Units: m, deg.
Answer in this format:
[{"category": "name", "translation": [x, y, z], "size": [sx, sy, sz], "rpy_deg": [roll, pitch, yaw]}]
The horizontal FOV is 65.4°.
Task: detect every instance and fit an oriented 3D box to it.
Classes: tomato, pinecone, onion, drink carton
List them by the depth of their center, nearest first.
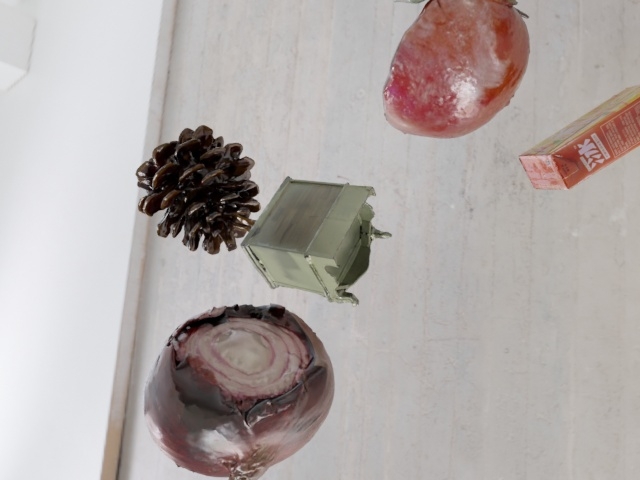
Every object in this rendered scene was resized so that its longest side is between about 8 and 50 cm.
[{"category": "drink carton", "translation": [0.440, -0.164, 0.788], "size": [0.223, 0.096, 0.071], "rpy_deg": [-32, 100, -3]}, {"category": "pinecone", "translation": [-0.187, -0.072, 0.812], "size": [0.208, 0.208, 0.207], "rpy_deg": [-10, 74, 39]}, {"category": "tomato", "translation": [0.253, -0.280, 0.860], "size": [0.170, 0.309, 0.309], "rpy_deg": [46, 111, 27]}, {"category": "onion", "translation": [-0.158, 0.279, 0.928], "size": [0.341, 0.341, 0.341], "rpy_deg": [-10, 74, 39]}]

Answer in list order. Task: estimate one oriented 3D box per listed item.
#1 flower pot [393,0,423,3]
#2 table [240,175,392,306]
[{"category": "flower pot", "translation": [0.166, -0.505, 0.760], "size": [0.209, 0.189, 0.239], "rpy_deg": [-34, 26, 12]}, {"category": "table", "translation": [0.000, 0.000, 0.393], "size": [0.083, 0.062, 0.079], "rpy_deg": [9, 55, 33]}]
